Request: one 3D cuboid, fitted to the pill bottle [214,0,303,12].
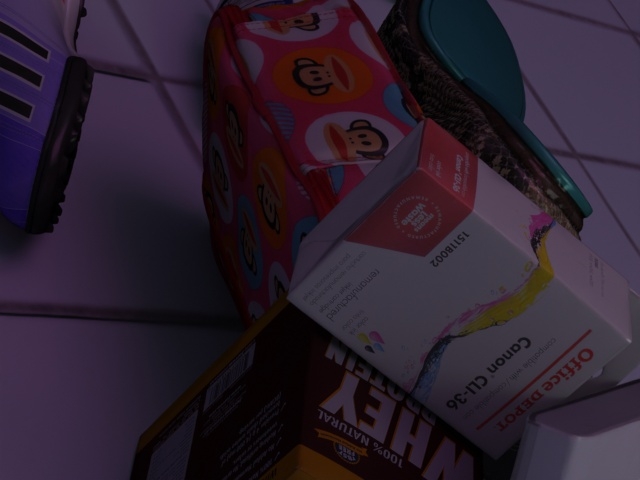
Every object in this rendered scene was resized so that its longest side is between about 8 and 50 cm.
[{"bbox_3d":[-0.033,-0.159,1.617,0.112,0.112,0.186,29,32,-27],"label":"pill bottle"}]

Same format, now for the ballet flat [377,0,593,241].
[{"bbox_3d":[0.088,-0.081,1.582,0.164,0.182,0.483,48,13,-22],"label":"ballet flat"}]

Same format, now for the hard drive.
[{"bbox_3d":[0.140,0.236,1.137,0.040,0.307,0.203,20,14,30],"label":"hard drive"}]

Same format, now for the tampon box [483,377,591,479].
[{"bbox_3d":[0.139,0.087,1.527,0.120,0.101,0.161,40,28,-9],"label":"tampon box"}]

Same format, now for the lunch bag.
[{"bbox_3d":[0.000,0.000,1.332,0.120,0.258,0.293,-8,41,-14],"label":"lunch bag"}]

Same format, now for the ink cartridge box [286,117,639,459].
[{"bbox_3d":[0.094,0.040,1.099,0.198,0.115,0.067,37,27,-14],"label":"ink cartridge box"}]

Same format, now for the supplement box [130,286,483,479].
[{"bbox_3d":[-0.014,0.154,1.133,0.129,0.191,0.194,35,30,-18],"label":"supplement box"}]

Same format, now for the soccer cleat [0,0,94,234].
[{"bbox_3d":[-0.221,-0.124,1.350,0.116,0.108,0.318,10,42,-15],"label":"soccer cleat"}]
